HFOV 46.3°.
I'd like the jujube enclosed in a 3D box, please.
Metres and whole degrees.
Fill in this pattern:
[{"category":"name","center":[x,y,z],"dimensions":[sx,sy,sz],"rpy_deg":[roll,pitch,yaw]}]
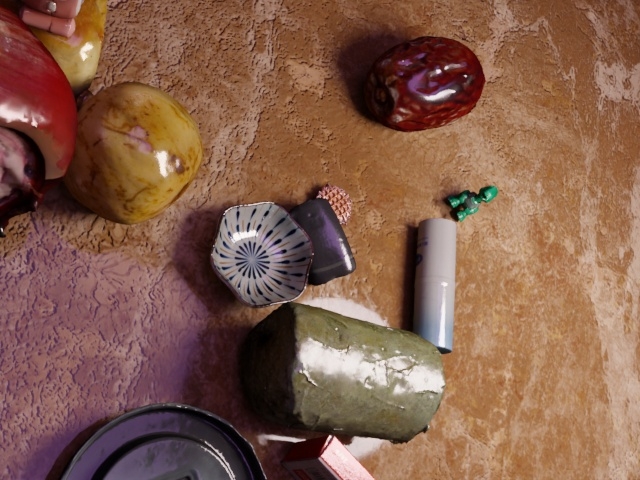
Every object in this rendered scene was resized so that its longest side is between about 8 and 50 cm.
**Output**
[{"category":"jujube","center":[0.210,-0.310,1.473],"dimensions":[0.243,0.183,0.183],"rpy_deg":[-17,84,-33]}]

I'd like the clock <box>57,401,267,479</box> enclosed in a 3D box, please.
[{"category":"clock","center":[-0.227,0.400,1.080],"dimensions":[0.325,0.067,0.325],"rpy_deg":[9,71,-27]}]

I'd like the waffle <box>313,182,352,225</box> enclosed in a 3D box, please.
[{"category":"waffle","center":[0.024,-0.063,1.379],"dimensions":[0.083,0.029,0.075],"rpy_deg":[18,69,-23]}]

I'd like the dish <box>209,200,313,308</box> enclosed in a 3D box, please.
[{"category":"dish","center":[-0.107,0.029,1.257],"dimensions":[0.191,0.066,0.190],"rpy_deg":[10,69,-27]}]

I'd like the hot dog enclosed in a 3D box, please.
[{"category":"hot dog","center":[-0.430,-0.418,1.132],"dimensions":[0.223,0.185,0.405],"rpy_deg":[11,71,-26]}]

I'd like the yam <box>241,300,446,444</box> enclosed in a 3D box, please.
[{"category":"yam","center":[0.031,0.216,1.211],"dimensions":[0.300,0.195,0.195],"rpy_deg":[17,68,-26]}]

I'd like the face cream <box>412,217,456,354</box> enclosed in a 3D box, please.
[{"category":"face cream","center":[0.216,0.086,1.417],"dimensions":[0.077,0.077,0.250],"rpy_deg":[15,67,-25]}]

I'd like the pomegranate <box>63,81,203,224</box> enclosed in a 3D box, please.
[{"category":"pomegranate","center":[-0.291,-0.135,1.128],"dimensions":[0.215,0.215,0.215],"rpy_deg":[9,72,-27]}]

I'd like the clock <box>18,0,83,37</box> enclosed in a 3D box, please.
[{"category":"clock","center":[-0.339,-0.367,0.967],"dimensions":[0.093,0.162,0.165],"rpy_deg":[17,69,-23]}]

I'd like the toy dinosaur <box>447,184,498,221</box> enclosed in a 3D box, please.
[{"category":"toy dinosaur","center":[0.311,-0.082,1.508],"dimensions":[0.096,0.132,0.059],"rpy_deg":[-26,92,12]}]

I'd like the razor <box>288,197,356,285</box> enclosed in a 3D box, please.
[{"category":"razor","center":[0.000,0.000,1.318],"dimensions":[0.090,0.054,0.148],"rpy_deg":[-21,88,-3]}]

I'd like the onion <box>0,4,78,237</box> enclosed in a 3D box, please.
[{"category":"onion","center":[-0.499,-0.169,0.944],"dimensions":[0.341,0.341,0.341],"rpy_deg":[9,72,-27]}]

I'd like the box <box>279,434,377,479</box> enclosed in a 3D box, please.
[{"category":"box","center":[0.051,0.412,1.203],"dimensions":[0.229,0.123,0.050],"rpy_deg":[48,54,-9]}]
